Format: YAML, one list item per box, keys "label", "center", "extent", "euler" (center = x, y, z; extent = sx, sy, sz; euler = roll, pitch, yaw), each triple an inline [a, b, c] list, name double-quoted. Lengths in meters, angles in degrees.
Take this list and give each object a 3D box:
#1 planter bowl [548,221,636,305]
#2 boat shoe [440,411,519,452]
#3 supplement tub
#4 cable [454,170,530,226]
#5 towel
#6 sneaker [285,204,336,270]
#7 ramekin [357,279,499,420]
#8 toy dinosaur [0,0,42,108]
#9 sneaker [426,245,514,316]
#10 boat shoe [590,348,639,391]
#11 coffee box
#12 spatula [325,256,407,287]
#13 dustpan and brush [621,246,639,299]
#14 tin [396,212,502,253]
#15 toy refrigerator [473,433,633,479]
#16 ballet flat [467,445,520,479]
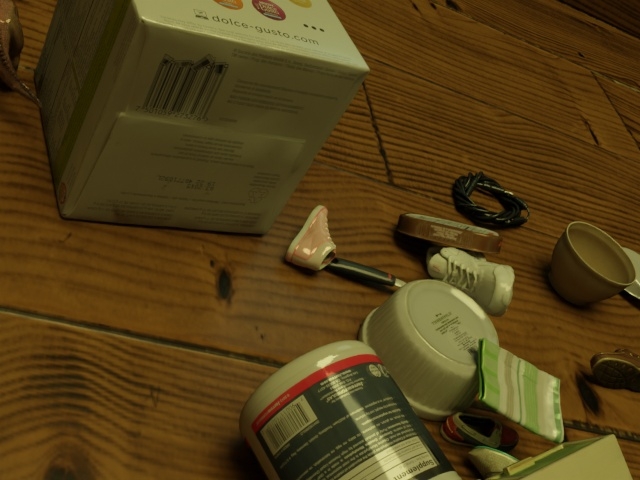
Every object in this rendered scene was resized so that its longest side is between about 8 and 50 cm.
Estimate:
- label: "planter bowl"
  center: [0.516, 0.058, 1.606]
  extent: [0.162, 0.109, 0.162]
  euler: [21, 38, -18]
- label: "boat shoe"
  center: [0.241, 0.279, 1.202]
  extent: [0.137, 0.043, 0.049]
  euler: [16, 38, -25]
- label: "supplement tub"
  center: [0.045, 0.270, 0.938]
  extent: [0.191, 0.191, 0.272]
  euler: [-8, 53, -42]
- label: "cable"
  center: [0.346, -0.089, 1.694]
  extent: [0.184, 0.047, 0.151]
  euler: [-6, 52, -40]
- label: "towel"
  center: [0.285, 0.212, 1.164]
  extent: [0.152, 0.023, 0.113]
  euler: [30, 41, -21]
- label: "sneaker"
  center: [0.000, 0.000, 1.319]
  extent: [0.070, 0.051, 0.134]
  euler: [23, 43, 9]
- label: "ramekin"
  center: [0.170, 0.154, 1.234]
  extent: [0.207, 0.109, 0.207]
  euler: [21, 38, -17]
- label: "toy dinosaur"
  center: [-0.484, -0.333, 1.207]
  extent: [0.127, 0.200, 0.296]
  euler: [-3, 50, -39]
- label: "sneaker"
  center: [0.238, 0.063, 1.368]
  extent: [0.115, 0.090, 0.232]
  euler: [12, 7, -16]
- label: "boat shoe"
  center: [0.543, 0.228, 1.479]
  extent: [0.178, 0.064, 0.060]
  euler: [16, 34, -32]
- label: "coffee box"
  center: [-0.198, -0.251, 1.217]
  extent: [0.337, 0.338, 0.334]
  euler: [5, 44, -34]
- label: "spatula"
  center: [0.138, 0.081, 1.358]
  extent: [0.296, 0.030, 0.084]
  euler: [22, 34, -14]
- label: "dustpan and brush"
  center: [0.632, 0.049, 1.761]
  extent: [0.211, 0.060, 0.147]
  euler: [42, 35, -1]
- label: "tin"
  center: [0.229, -0.014, 1.457]
  extent: [0.189, 0.040, 0.106]
  euler: [14, 13, 16]
- label: "toy refrigerator"
  center: [0.275, 0.334, 1.062]
  extent: [0.269, 0.102, 0.094]
  euler: [-13, 78, -33]
- label: "ballet flat"
  center: [0.281, 0.344, 1.152]
  extent: [0.168, 0.057, 0.052]
  euler: [27, 47, -9]
